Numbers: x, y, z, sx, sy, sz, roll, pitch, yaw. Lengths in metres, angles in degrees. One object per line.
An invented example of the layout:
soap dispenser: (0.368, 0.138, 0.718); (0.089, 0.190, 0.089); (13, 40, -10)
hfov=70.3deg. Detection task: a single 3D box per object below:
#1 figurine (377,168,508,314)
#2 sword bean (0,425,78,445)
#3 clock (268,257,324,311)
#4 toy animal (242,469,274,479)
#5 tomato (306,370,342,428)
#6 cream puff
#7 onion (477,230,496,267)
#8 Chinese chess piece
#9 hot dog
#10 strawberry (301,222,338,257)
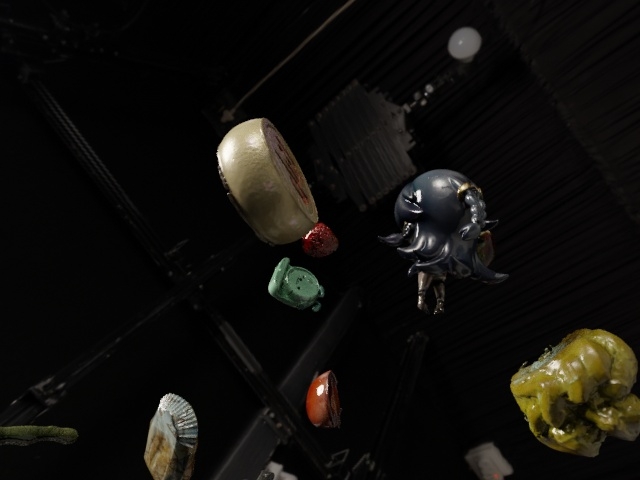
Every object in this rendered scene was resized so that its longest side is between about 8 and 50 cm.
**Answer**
figurine: (0.232, -0.012, 0.858); (0.175, 0.196, 0.265); (35, -151, -47)
sword bean: (-0.606, 0.405, 0.935); (0.043, 0.038, 0.269); (-67, -23, -14)
clock: (-0.069, 0.149, 1.483); (0.188, 0.060, 0.148); (29, -143, -11)
toy animal: (-0.042, 0.612, 0.873); (0.343, 0.106, 0.168); (50, -154, 4)
tomato: (0.005, 0.574, 1.632); (0.228, 0.112, 0.200); (66, -163, -61)
cream puff: (0.451, 0.265, 0.779); (0.194, 0.221, 0.195); (38, -163, -14)
onion: (0.347, 0.024, 1.058); (0.118, 0.117, 0.119); (-6, -90, -81)
Chinese chess piece: (-0.107, -0.123, 0.970); (0.270, 0.112, 0.270); (61, -168, -22)
hot dog: (-0.362, 0.498, 1.121); (0.162, 0.271, 0.081); (38, -148, 26)
strawberry: (0.000, 0.001, 1.250); (0.106, 0.106, 0.106); (38, -148, -29)
